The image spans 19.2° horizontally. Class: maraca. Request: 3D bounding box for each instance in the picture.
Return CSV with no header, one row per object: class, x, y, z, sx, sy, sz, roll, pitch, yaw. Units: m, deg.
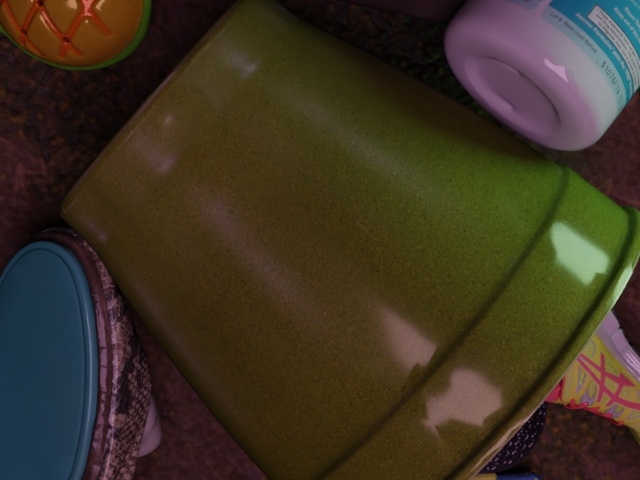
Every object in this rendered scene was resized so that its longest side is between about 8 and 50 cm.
maraca,-0.217,-0.200,1.503,0.186,0.099,0.127,11,109,19

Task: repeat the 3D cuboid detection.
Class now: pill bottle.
pill bottle,0.224,-0.208,1.464,0.146,0.146,0.264,44,74,-18

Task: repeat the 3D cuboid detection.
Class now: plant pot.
plant pot,0.000,0.000,1.486,0.353,0.366,0.366,41,102,-5

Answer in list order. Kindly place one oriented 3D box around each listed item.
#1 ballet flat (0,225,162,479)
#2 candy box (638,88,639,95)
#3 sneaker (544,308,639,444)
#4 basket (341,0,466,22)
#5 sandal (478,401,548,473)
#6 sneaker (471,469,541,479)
ballet flat,-0.218,0.228,1.607,0.164,0.182,0.483,12,94,36
candy box,0.313,-0.162,1.596,0.105,0.027,0.206,-17,111,5
sneaker,0.234,0.119,1.652,0.094,0.081,0.208,-40,111,-5
basket,0.007,-0.258,1.465,0.227,0.204,0.154,14,80,-20
sandal,0.174,0.124,1.689,0.067,0.040,0.179,20,93,-17
sneaker,0.174,0.315,1.727,0.126,0.091,0.240,-10,110,-2
